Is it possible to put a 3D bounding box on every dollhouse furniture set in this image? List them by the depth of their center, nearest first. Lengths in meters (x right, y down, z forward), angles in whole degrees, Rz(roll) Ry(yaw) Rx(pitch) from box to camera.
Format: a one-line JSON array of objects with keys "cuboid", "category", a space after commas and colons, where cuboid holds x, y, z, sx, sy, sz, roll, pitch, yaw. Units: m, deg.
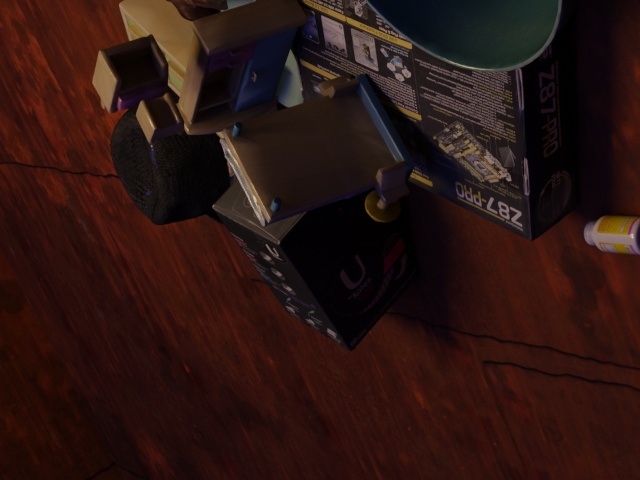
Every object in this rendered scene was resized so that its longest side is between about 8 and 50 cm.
[{"cuboid": [-0.085, -0.099, 1.584, 0.303, 0.286, 0.198, 60, 157, 19], "category": "dollhouse furniture set"}]

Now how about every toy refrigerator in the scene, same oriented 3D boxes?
[{"cuboid": [-0.183, -0.259, 1.908, 0.269, 0.094, 0.102, 46, 161, 29], "category": "toy refrigerator"}]

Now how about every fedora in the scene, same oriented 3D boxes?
[{"cuboid": [-0.242, -0.137, 2.108, 0.334, 0.152, 0.334, 37, 147, 30], "category": "fedora"}]

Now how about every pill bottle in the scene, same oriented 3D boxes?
[{"cuboid": [0.340, -0.007, 1.481, 0.083, 0.043, 0.043, 7, 126, 54], "category": "pill bottle"}]

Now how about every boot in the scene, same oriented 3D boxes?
[{"cuboid": [-0.157, -0.329, 1.812, 0.114, 0.037, 0.106, 12, 173, 43], "category": "boot"}]

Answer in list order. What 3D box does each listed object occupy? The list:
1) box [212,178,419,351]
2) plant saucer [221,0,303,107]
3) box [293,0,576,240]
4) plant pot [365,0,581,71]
[{"cuboid": [0.000, 0.000, 1.807, 0.143, 0.165, 0.270, 28, 161, 40], "category": "box"}, {"cuboid": [-0.067, -0.273, 1.799, 0.195, 0.037, 0.195, 48, 161, 22], "category": "plant saucer"}, {"cuboid": [0.120, -0.210, 1.543, 0.395, 0.097, 0.318, 29, 141, 40], "category": "box"}, {"cuboid": [0.162, -0.333, 1.225, 0.290, 0.195, 0.290, 36, 154, 21], "category": "plant pot"}]
